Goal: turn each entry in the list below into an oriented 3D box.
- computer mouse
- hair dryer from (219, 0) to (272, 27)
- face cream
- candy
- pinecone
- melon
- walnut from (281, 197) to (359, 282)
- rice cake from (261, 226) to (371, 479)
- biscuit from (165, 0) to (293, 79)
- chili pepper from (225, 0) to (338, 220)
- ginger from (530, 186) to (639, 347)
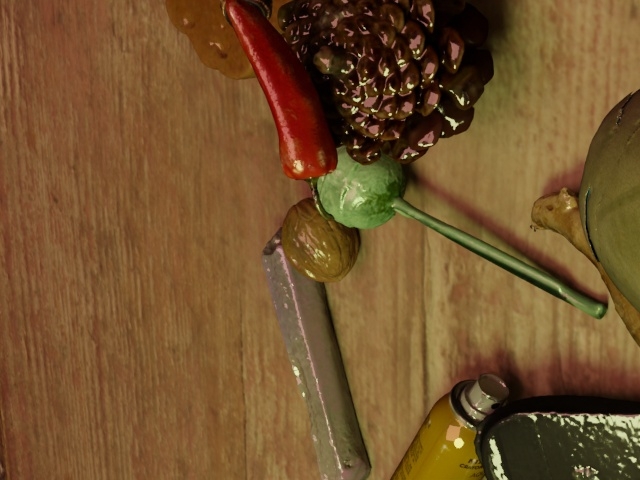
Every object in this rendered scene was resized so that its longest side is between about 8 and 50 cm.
[{"bbox_3d":[0.321,0.259,1.542,0.295,0.087,0.168,-7,107,36],"label":"computer mouse"},{"bbox_3d":[-0.079,-0.369,1.551,0.128,0.203,0.362,-50,26,44],"label":"hair dryer"},{"bbox_3d":[0.159,0.302,1.728,0.105,0.105,0.349,48,134,27],"label":"face cream"},{"bbox_3d":[0.166,-0.008,1.633,0.440,0.119,0.119,30,125,30],"label":"candy"},{"bbox_3d":[0.081,-0.216,1.528,0.264,0.264,0.264,20,118,44],"label":"pinecone"},{"bbox_3d":[0.388,-0.035,1.215,0.330,0.268,0.269,-137,44,-60],"label":"melon"},{"bbox_3d":[0.000,0.000,1.809,0.105,0.105,0.124,-33,79,50],"label":"walnut"},{"bbox_3d":[-0.006,0.175,1.902,0.064,0.070,0.399,-11,95,47],"label":"rice cake"},{"bbox_3d":[-0.123,-0.392,1.843,0.351,0.057,0.312,53,137,25],"label":"biscuit"},{"bbox_3d":[-0.033,-0.145,1.432,0.063,0.071,0.272,-12,105,38],"label":"chili pepper"},{"bbox_3d":[0.341,0.043,1.428,0.334,0.081,0.148,54,-179,39],"label":"ginger"}]
